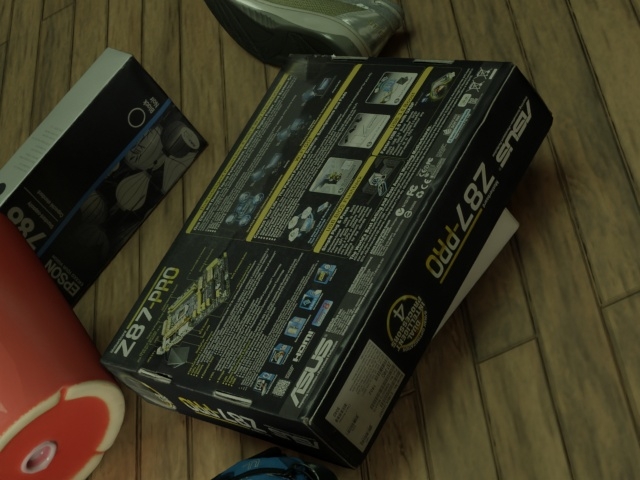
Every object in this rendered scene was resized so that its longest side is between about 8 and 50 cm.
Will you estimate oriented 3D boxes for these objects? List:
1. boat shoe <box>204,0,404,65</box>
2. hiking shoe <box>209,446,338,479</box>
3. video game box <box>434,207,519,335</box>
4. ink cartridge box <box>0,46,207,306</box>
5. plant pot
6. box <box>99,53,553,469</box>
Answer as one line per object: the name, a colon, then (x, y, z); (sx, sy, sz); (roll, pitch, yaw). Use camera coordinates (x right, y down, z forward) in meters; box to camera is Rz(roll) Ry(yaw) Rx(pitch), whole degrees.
boat shoe: (-0.035, -0.279, 1.807); (0.103, 0.118, 0.320); (-46, 42, -16)
hiking shoe: (-0.037, 0.233, 1.251); (0.132, 0.113, 0.304); (-43, 17, -14)
video game box: (0.066, 0.025, 1.467); (0.205, 0.048, 0.187); (-52, 41, -9)
ink cartridge box: (-0.290, -0.049, 1.746); (0.065, 0.165, 0.333); (24, 71, 48)
plant pot: (-0.346, 0.140, 1.517); (0.275, 0.275, 0.243); (-45, 64, -5)
box: (0.000, 0.000, 1.434); (0.318, 0.097, 0.395); (9, 62, 45)
